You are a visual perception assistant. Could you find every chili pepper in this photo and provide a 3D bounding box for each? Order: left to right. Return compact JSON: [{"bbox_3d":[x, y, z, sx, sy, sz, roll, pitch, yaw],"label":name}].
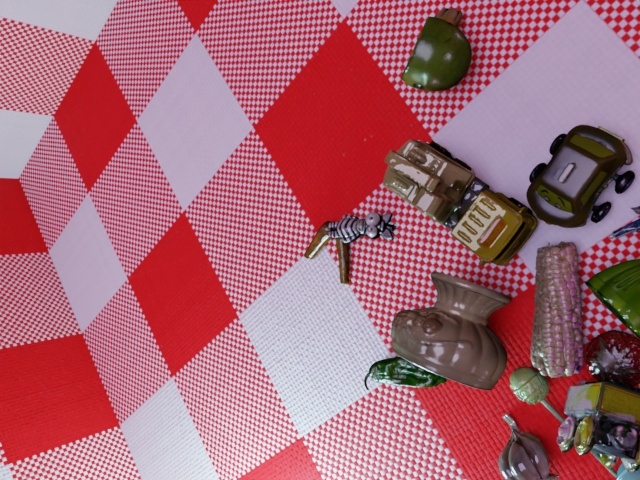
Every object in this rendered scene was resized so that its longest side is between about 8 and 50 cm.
[{"bbox_3d":[0.245,0.395,1.663,0.257,0.074,0.100,-5,89,36],"label":"chili pepper"}]

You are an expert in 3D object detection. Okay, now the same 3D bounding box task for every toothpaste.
[{"bbox_3d":[0.721,-0.025,1.316,0.083,0.019,0.027,-30,57,30],"label":"toothpaste"}]

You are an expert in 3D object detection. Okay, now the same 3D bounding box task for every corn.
[{"bbox_3d":[0.583,0.170,1.370,0.127,0.127,0.335,3,93,37],"label":"corn"}]

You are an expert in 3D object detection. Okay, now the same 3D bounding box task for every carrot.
[{"bbox_3d":[0.000,0.000,1.843,0.055,0.055,0.161,54,128,22],"label":"carrot"},{"bbox_3d":[0.073,0.059,1.793,0.042,0.042,0.170,-3,91,37],"label":"carrot"}]

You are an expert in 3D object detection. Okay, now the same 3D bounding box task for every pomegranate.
[{"bbox_3d":[0.326,-0.502,1.514,0.159,0.240,0.189,22,134,-1],"label":"pomegranate"}]

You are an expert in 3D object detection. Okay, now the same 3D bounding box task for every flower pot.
[{"bbox_3d":[0.348,0.221,1.454,0.308,0.307,0.244,18,87,35],"label":"flower pot"}]

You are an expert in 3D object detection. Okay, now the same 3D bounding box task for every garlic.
[{"bbox_3d":[0.521,0.539,1.446,0.131,0.127,0.194,-37,51,36],"label":"garlic"}]

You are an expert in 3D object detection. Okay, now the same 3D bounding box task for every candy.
[{"bbox_3d":[0.610,0.455,1.400,0.335,0.092,0.093,48,133,15],"label":"candy"}]

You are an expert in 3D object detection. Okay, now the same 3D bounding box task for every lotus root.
[{"bbox_3d":[0.718,0.105,1.248,0.186,0.186,0.186,2,94,37],"label":"lotus root"}]

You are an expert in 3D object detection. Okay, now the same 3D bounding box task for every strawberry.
[{"bbox_3d":[0.695,0.281,1.312,0.145,0.086,0.145,1,91,38],"label":"strawberry"}]

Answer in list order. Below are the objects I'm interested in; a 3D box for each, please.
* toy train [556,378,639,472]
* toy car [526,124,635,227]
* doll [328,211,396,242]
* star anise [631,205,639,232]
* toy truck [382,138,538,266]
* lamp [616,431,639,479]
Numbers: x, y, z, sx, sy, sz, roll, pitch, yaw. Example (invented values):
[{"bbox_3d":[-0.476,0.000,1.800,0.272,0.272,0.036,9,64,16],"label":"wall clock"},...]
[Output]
[{"bbox_3d":[0.628,0.405,1.247,0.134,0.261,0.177,17,75,8],"label":"toy train"},{"bbox_3d":[0.585,-0.147,1.298,0.204,0.198,0.247,41,116,27],"label":"toy car"},{"bbox_3d":[0.126,-0.040,1.722,0.219,0.067,0.091,-4,74,23],"label":"doll"},{"bbox_3d":[0.791,-0.052,1.234,0.180,0.061,0.204,-48,66,28],"label":"star anise"},{"bbox_3d":[0.344,-0.109,1.457,0.405,0.254,0.180,42,111,24],"label":"toy truck"},{"bbox_3d":[0.766,0.535,1.232,0.210,0.147,0.283,-3,91,30],"label":"lamp"}]
